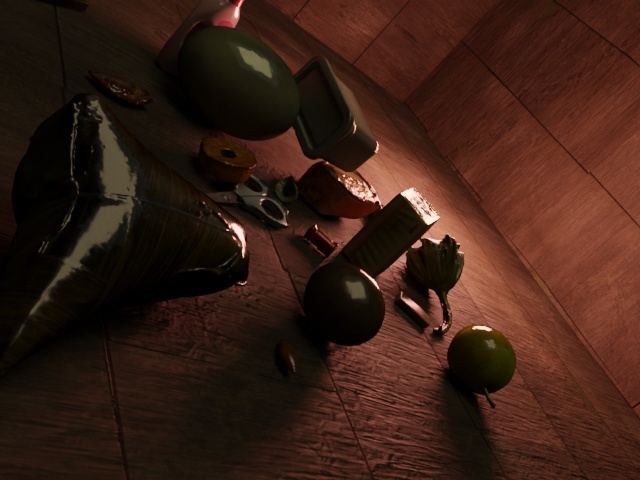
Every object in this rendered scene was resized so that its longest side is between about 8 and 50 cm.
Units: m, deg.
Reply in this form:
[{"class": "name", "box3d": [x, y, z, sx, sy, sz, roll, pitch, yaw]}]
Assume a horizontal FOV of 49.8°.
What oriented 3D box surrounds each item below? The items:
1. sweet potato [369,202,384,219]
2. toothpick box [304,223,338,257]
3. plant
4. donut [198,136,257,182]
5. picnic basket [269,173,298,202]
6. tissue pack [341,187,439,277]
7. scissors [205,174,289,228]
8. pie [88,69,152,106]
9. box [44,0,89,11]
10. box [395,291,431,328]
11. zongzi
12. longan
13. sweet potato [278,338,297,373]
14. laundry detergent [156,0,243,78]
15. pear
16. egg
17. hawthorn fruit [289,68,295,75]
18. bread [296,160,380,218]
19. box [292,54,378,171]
[{"class": "sweet potato", "box3d": [0.179, -0.083, 2.199, 0.081, 0.062, 0.233, 23, 27, -41]}, {"class": "toothpick box", "box3d": [0.000, 0.000, 1.733, 0.083, 0.047, 0.047, 41, 21, -5]}, {"class": "plant", "box3d": [0.333, 0.146, 2.054, 0.251, 0.180, 0.334, 31, 57, -47]}, {"class": "donut", "box3d": [-0.221, -0.185, 1.614, 0.151, 0.058, 0.152, 19, 22, -8]}, {"class": "picnic basket", "box3d": [-0.091, -0.136, 1.808, 0.083, 0.065, 0.083, 52, 16, -55]}, {"class": "tissue pack", "box3d": [0.189, -0.018, 1.850, 0.125, 0.234, 0.159, 49, 22, 8]}, {"class": "scissors", "box3d": [-0.197, -0.100, 1.581, 0.191, 0.029, 0.360, 52, 22, 16]}, {"class": "pie", "box3d": [-0.444, -0.342, 1.577, 0.092, 0.034, 0.170, 48, 20, 20]}, {"class": "box", "box3d": [-0.676, -0.629, 1.696, 0.121, 0.030, 0.193, 48, 20, 10]}, {"class": "box", "box3d": [0.250, 0.189, 1.866, 0.115, 0.025, 0.048, 42, 26, -6]}, {"class": "zongzi", "box3d": [-0.267, 0.069, 0.985, 0.403, 0.207, 0.432, 39, 37, -42]}, {"class": "longan", "box3d": [0.053, 0.132, 1.432, 0.185, 0.159, 0.204, 57, 11, 30]}, {"class": "sweet potato", "box3d": [-0.062, 0.207, 1.255, 0.034, 0.034, 0.095, 31, 15, -30]}, {"class": "laundry detergent", "box3d": [-0.302, -0.584, 1.865, 0.088, 0.335, 0.159, 51, 23, 18]}, {"class": "pear", "box3d": [0.409, 0.321, 1.753, 0.180, 0.166, 0.216, 44, 39, -38]}, {"class": "egg", "box3d": [-0.213, -0.409, 1.817, 0.352, 0.258, 0.258, 40, 21, -19]}, {"class": "hawthorn fruit", "box3d": [-0.152, -0.418, 2.052, 0.196, 0.196, 0.226, 39, 34, -12]}, {"class": "bread", "box3d": [0.039, -0.147, 1.972, 0.244, 0.123, 0.190, 12, 36, -55]}, {"class": "box", "box3d": [0.035, -0.340, 1.932, 0.182, 0.175, 0.312, 28, 32, -45]}]
